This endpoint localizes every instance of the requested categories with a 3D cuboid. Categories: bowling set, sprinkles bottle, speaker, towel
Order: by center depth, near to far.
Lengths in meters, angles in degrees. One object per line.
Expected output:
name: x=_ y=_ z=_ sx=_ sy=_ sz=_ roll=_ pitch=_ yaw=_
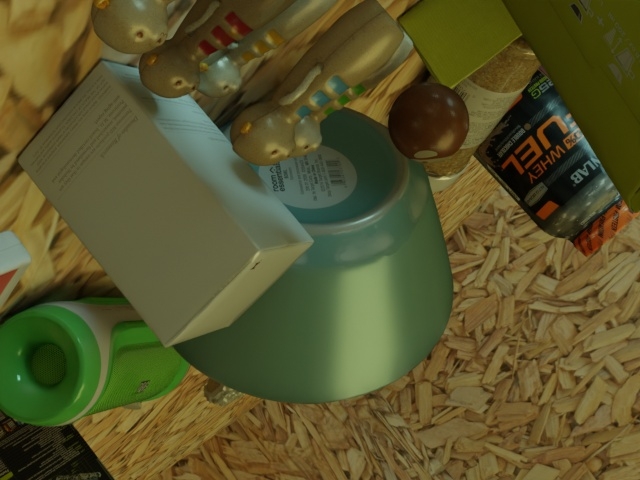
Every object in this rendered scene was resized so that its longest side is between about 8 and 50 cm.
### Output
bowling set: x=-0.017 y=-0.100 z=0.568 sx=0.154 sy=0.200 sz=0.287 roll=-41 pitch=175 yaw=14
towel: x=0.202 y=-0.277 z=0.968 sx=0.237 sy=0.102 sz=0.021 roll=-39 pitch=-163 yaw=-5
speaker: x=-0.243 y=0.130 z=0.969 sx=0.131 sy=0.131 sz=0.296 roll=-42 pitch=169 yaw=7
sprinkles bottle: x=0.200 y=-0.198 z=1.185 sx=0.121 sy=0.121 sz=0.355 roll=-35 pitch=168 yaw=-26

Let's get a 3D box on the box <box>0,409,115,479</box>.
box: x=-0.380 y=0.314 z=0.988 sx=0.270 sy=0.216 sz=0.060 roll=-32 pitch=167 yaw=-41

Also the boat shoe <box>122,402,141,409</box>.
boat shoe: x=-0.315 y=0.250 z=1.440 sx=0.046 sy=0.038 sz=0.125 roll=3 pitch=156 yaw=-3

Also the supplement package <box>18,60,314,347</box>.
supplement package: x=-0.111 y=-0.028 z=0.639 sx=0.105 sy=0.179 sz=0.105 roll=-44 pitch=168 yaw=17

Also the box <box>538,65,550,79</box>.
box: x=0.369 y=-0.360 z=1.105 sx=0.213 sy=0.117 sz=0.243 roll=-39 pitch=169 yaw=-27

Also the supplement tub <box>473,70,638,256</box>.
supplement tub: x=0.377 y=-0.151 z=1.407 sx=0.207 sy=0.338 sz=0.207 roll=-40 pitch=169 yaw=-9

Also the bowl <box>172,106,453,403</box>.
bowl: x=-0.013 y=-0.018 z=0.834 sx=0.311 sy=0.311 sz=0.163 roll=-34 pitch=148 yaw=-32

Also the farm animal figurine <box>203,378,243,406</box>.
farm animal figurine: x=-0.011 y=0.183 z=1.549 sx=0.330 sy=0.172 sz=0.327 roll=-24 pitch=-170 yaw=30

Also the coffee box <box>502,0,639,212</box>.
coffee box: x=0.362 y=-0.271 z=0.729 sx=0.334 sy=0.337 sz=0.338 roll=-28 pitch=169 yaw=-1

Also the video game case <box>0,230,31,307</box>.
video game case: x=-0.296 y=0.111 z=0.480 sx=0.285 sy=0.025 sz=0.204 roll=-45 pitch=170 yaw=37
